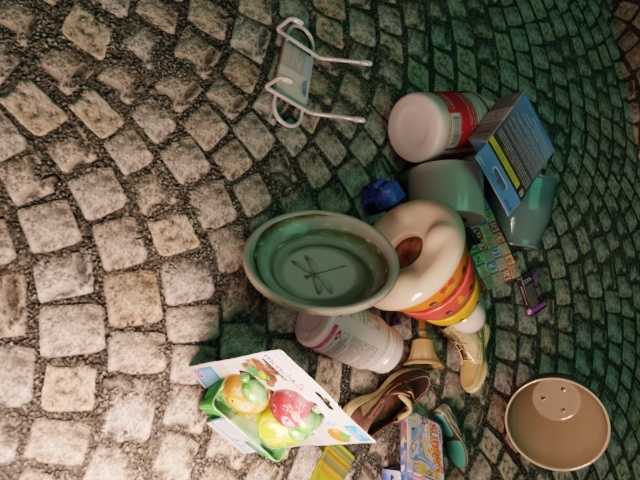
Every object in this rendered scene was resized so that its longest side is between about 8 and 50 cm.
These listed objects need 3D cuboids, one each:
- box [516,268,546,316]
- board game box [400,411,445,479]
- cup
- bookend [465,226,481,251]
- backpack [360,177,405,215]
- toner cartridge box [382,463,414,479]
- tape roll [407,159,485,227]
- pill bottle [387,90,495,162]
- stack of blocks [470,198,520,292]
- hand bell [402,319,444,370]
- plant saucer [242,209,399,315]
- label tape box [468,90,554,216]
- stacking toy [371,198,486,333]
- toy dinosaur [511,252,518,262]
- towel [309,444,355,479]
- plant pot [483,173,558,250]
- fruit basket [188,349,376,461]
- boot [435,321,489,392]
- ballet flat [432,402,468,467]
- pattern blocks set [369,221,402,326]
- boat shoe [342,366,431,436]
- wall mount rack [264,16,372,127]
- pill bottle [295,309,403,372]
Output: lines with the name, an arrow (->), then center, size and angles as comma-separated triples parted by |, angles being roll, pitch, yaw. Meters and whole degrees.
box -> 0.822, 0.202, 2.424 | 0.116, 0.029, 0.162 | -18, 93, -42
board game box -> 0.296, 0.605, 1.814 | 0.136, 0.035, 0.201 | 28, 38, -18
cup -> 0.827, 0.596, 2.180 | 0.237, 0.331, 0.330 | -27, 98, -67
bookend -> 0.420, 0.046, 2.038 | 0.072, 0.157, 0.156 | 50, 53, -18
backpack -> 0.191, -0.138, 1.914 | 0.098, 0.120, 0.101 | -43, 108, -37
toner cartridge box -> 0.272, 0.825, 1.784 | 0.165, 0.075, 0.347 | 4, 77, -41
tape roll -> 0.406, -0.141, 2.014 | 0.246, 0.246, 0.169 | 12, 72, -38
pill bottle -> 0.441, -0.391, 2.112 | 0.408, 0.229, 0.228 | -12, 88, -41
stack of blocks -> 0.549, 0.021, 2.156 | 0.171, 0.087, 0.297 | -19, 82, -29
hand bell -> 0.316, 0.274, 1.933 | 0.126, 0.126, 0.241 | 19, 62, -36
plant saucer -> 0.000, 0.073, 1.612 | 0.400, 0.401, 0.100 | -36, 145, -39
label tape box -> 0.602, -0.280, 2.024 | 0.347, 0.115, 0.249 | -49, 116, -26
stacking toy -> 0.360, 0.132, 1.834 | 0.480, 0.351, 0.350 | 39, 57, -37
toy dinosaur -> 0.614, 0.085, 2.262 | 0.268, 0.064, 0.118 | 10, 69, -33
towel -> 0.013, 0.653, 1.643 | 0.102, 0.021, 0.237 | 45, 55, -22
plant pot -> 0.711, -0.096, 2.260 | 0.272, 0.272, 0.255 | 12, 82, -38
fruit basket -> -0.101, 0.378, 1.394 | 0.327, 0.353, 0.165 | 49, 53, -22
boot -> 0.461, 0.347, 2.042 | 0.203, 0.095, 0.261 | 34, 58, -30
ballet flat -> 0.423, 0.613, 1.965 | 0.068, 0.072, 0.213 | -32, 100, -44
pattern blocks set -> 0.193, 0.107, 1.916 | 0.285, 0.026, 0.324 | -29, 101, -41
boat shoe -> 0.216, 0.467, 1.771 | 0.342, 0.123, 0.123 | -14, 107, -39
wall mount rack -> -0.007, -0.482, 1.824 | 0.304, 0.131, 0.349 | 22, 67, -35
pill bottle -> 0.084, 0.258, 1.704 | 0.283, 0.160, 0.160 | 30, 62, -31
